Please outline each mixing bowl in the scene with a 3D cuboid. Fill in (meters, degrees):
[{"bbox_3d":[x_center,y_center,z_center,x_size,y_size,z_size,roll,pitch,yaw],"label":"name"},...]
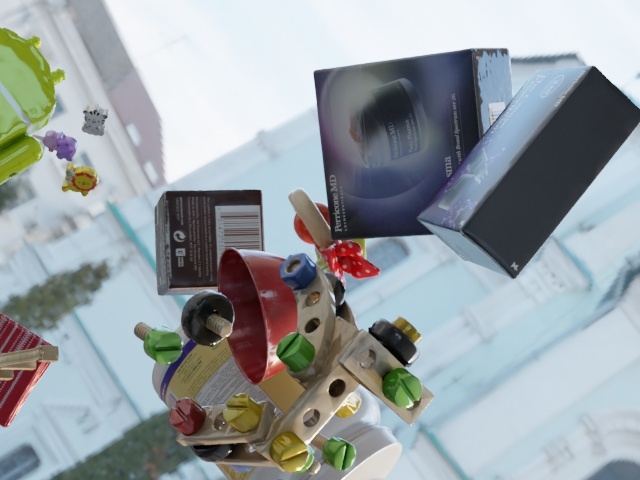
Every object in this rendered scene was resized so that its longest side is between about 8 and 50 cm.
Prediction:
[{"bbox_3d":[-0.059,0.091,1.498,0.181,0.098,0.182,170,-90,-69],"label":"mixing bowl"}]

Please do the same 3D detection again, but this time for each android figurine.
[{"bbox_3d":[-0.490,-0.199,1.616,0.248,0.273,0.056,50,-26,3],"label":"android figurine"}]

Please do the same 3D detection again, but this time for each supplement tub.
[{"bbox_3d":[-0.064,0.252,1.693,0.331,0.241,0.241,45,-24,22],"label":"supplement tub"}]

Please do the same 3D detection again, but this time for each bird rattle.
[{"bbox_3d":[0.000,0.000,2.088,0.207,0.143,0.253,55,8,-4],"label":"bird rattle"}]

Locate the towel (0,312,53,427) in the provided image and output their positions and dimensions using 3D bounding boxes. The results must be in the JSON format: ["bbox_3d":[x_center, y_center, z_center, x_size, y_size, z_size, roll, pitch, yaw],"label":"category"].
[{"bbox_3d":[-0.702,0.234,2.345,0.274,0.199,0.031,31,-1,3],"label":"towel"}]

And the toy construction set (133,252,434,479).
[{"bbox_3d":[0.001,0.189,1.206,0.237,0.257,0.309,22,-45,48],"label":"toy construction set"}]

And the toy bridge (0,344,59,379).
[{"bbox_3d":[-0.484,0.193,1.820,0.188,0.063,0.026,-23,-113,48],"label":"toy bridge"}]

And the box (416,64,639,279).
[{"bbox_3d":[0.262,-0.091,1.459,0.103,0.261,0.184,40,-3,-16],"label":"box"}]

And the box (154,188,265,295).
[{"bbox_3d":[-0.193,0.006,1.965,0.203,0.166,0.169,155,-68,-76],"label":"box"}]

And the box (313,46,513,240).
[{"bbox_3d":[0.164,-0.158,1.922,0.294,0.182,0.297,-4,-84,30],"label":"box"}]

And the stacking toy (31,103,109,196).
[{"bbox_3d":[-0.438,-0.157,1.750,0.167,0.221,0.052,-88,-167,-48],"label":"stacking toy"}]
